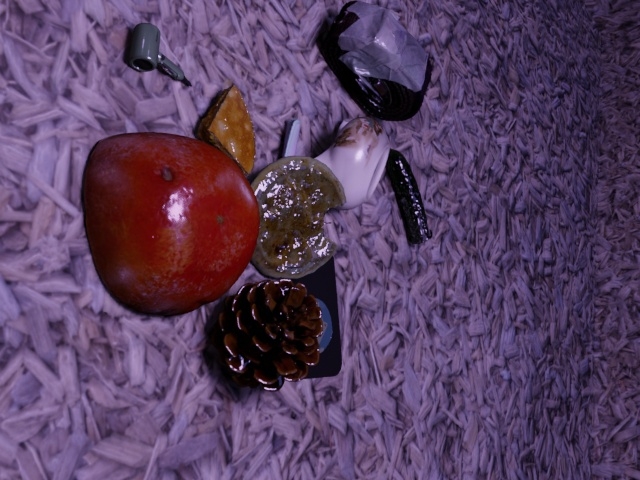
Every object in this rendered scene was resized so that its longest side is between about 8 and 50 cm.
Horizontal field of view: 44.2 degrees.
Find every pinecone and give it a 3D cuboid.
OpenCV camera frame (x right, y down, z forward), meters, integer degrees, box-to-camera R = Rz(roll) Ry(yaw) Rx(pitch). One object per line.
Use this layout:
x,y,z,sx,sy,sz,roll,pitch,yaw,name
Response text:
-0.082,0.157,1.368,0.208,0.208,0.208,17,69,-51,pinecone

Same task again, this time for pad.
-0.015,0.147,1.618,0.181,0.004,0.267,8,75,-52,pad

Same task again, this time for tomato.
-0.211,-0.035,1.280,0.338,0.144,0.338,13,73,-50,tomato

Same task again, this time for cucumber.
0.218,-0.115,1.947,0.067,0.067,0.245,-27,103,-53,cucumber

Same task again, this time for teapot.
0.064,-0.171,1.681,0.298,0.139,0.204,-53,160,-57,teapot

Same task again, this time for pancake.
-0.052,-0.043,1.513,0.253,0.037,0.253,-8,104,-36,pancake

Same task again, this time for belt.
0.130,-0.398,1.796,0.289,0.184,0.164,44,54,-32,belt

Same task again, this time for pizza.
-0.175,-0.203,1.446,0.134,0.046,0.175,8,76,-54,pizza

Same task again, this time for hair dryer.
-0.266,-0.305,1.353,0.150,0.047,0.071,33,55,-53,hair dryer

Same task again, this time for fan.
-0.024,0.186,1.586,0.175,0.005,0.113,-40,114,-52,fan

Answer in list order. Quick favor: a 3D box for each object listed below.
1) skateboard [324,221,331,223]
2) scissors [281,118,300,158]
0.000,0.000,1.650,0.064,0.032,0.083,64,37,-33,skateboard
-0.072,-0.129,1.581,0.125,0.030,0.256,30,61,-48,scissors
